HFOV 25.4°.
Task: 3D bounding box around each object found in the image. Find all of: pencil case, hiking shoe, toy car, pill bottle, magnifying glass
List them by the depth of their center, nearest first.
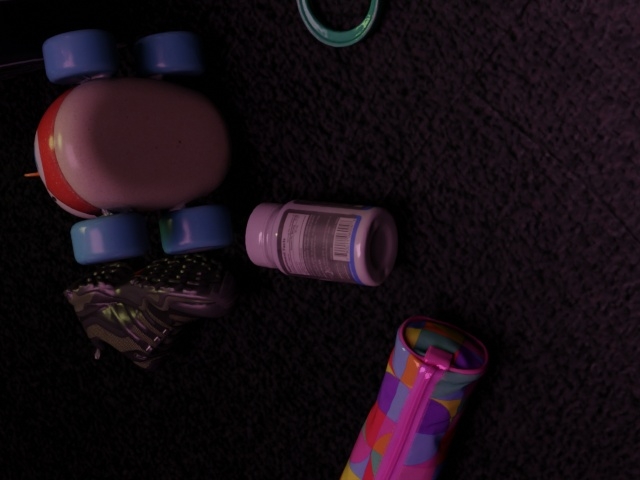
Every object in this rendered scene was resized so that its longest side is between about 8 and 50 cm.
[{"bbox_3d":[0.015,-0.298,1.337,0.092,0.026,0.231,5,105,30],"label":"magnifying glass"},{"bbox_3d":[0.085,0.192,1.386,0.104,0.104,0.236,28,115,22],"label":"pencil case"},{"bbox_3d":[0.000,0.000,1.396,0.137,0.078,0.078,7,107,30],"label":"pill bottle"},{"bbox_3d":[-0.233,-0.081,1.457,0.238,0.210,0.219,-13,86,46],"label":"toy car"},{"bbox_3d":[-0.169,0.081,1.532,0.227,0.086,0.114,-2,116,38],"label":"hiking shoe"}]

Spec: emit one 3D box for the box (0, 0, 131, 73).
[{"bbox_3d":[-0.455,-0.249,1.477,0.395,0.293,0.212,-8,99,33],"label":"box"}]
